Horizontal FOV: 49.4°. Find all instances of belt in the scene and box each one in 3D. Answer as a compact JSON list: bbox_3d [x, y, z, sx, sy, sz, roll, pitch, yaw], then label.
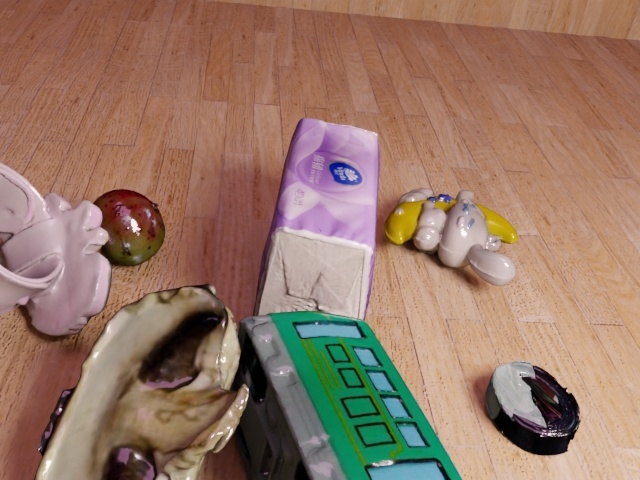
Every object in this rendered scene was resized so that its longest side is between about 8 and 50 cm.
[{"bbox_3d":[0.288,0.230,0.953,0.105,0.058,0.140,-20,48,-25],"label":"belt"}]

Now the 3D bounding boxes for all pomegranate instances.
[{"bbox_3d":[-0.333,-0.019,1.122,0.159,0.130,0.129,-8,38,-7],"label":"pomegranate"}]

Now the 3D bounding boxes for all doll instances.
[{"bbox_3d":[0.238,-0.021,1.243,0.237,0.111,0.252,17,28,11],"label":"doll"}]

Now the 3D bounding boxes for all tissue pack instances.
[{"bbox_3d":[0.000,0.000,1.056,0.160,0.242,0.338,10,36,-2],"label":"tissue pack"}]

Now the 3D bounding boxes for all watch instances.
[{"bbox_3d":[-0.422,0.008,0.946,0.196,0.231,0.244,-31,61,12],"label":"watch"}]

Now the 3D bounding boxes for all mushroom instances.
[{"bbox_3d":[-0.180,0.219,0.753,0.247,0.130,0.345,-13,51,20],"label":"mushroom"}]

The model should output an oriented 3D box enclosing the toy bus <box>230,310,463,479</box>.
[{"bbox_3d":[0.024,0.243,0.779,0.199,0.184,0.344,-2,37,-24],"label":"toy bus"}]
